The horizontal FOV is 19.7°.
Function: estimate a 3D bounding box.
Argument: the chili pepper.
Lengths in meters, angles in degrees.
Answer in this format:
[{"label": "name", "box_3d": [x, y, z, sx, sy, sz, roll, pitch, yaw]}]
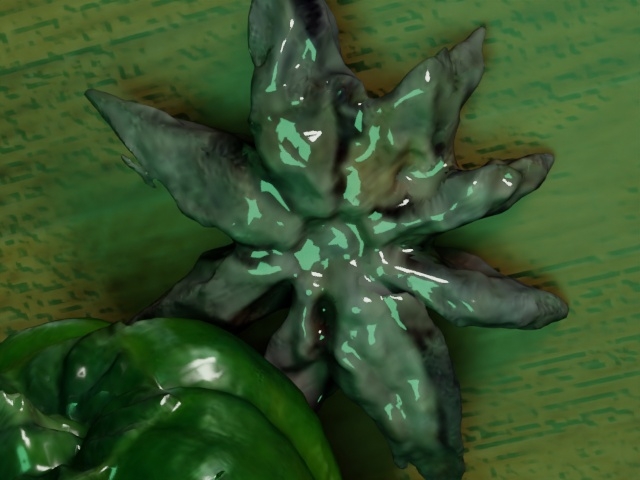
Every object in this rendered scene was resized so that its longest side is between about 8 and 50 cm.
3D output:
[{"label": "chili pepper", "box_3d": [-0.017, 0.192, 0.664, 0.167, 0.213, 0.385, -39, 120, -27]}]

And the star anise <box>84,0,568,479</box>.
[{"label": "star anise", "box_3d": [0.000, 0.000, 0.668, 0.181, 0.061, 0.204, 4, 103, 9]}]
